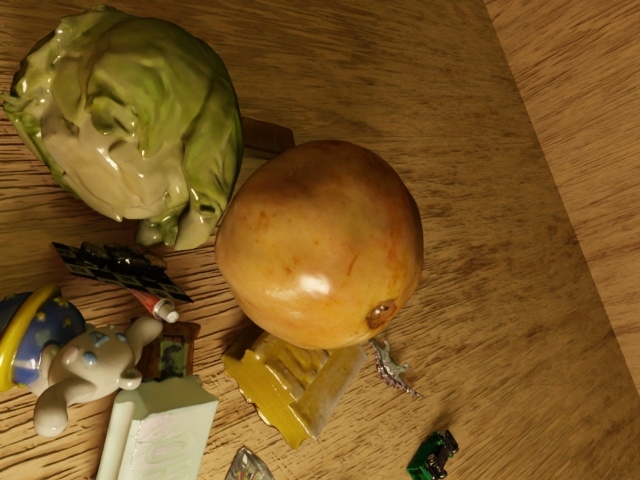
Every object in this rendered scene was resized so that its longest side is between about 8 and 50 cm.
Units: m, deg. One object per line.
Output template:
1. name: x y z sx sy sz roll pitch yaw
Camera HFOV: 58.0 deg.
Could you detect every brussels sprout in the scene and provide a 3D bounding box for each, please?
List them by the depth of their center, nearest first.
1. brussels sprout: -0.306 -0.222 1.049 0.425 0.343 0.361 47 52 -23

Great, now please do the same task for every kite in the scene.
1. kite: -0.165 0.521 1.092 0.141 0.015 0.245 52 43 -10

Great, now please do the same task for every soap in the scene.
1. soap: -0.268 0.353 0.918 0.150 0.094 0.261 5 108 -42
2. soap: -0.042 0.258 1.251 0.259 0.143 0.281 54 39 -11

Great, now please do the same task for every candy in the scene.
1. candy: -0.277 0.274 1.038 0.143 0.101 0.271 8 72 -33

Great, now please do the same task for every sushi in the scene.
1. sushi: -0.341 0.033 1.018 0.215 0.192 0.050 19 95 -37

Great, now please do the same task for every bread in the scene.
1. bread: -0.162 -0.253 1.426 0.226 0.049 0.088 8 66 -41

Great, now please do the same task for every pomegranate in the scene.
1. pomegranate: 0.000 0.000 1.089 0.412 0.412 0.411 20 58 -37

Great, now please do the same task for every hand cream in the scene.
1. hand cream: -0.318 0.091 1.022 0.038 0.216 0.052 -56 138 -11

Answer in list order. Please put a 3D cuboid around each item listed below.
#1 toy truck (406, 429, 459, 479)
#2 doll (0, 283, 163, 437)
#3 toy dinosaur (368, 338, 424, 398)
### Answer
1. toy truck: 0.293 0.554 1.477 0.147 0.079 0.065 -39 99 -46
2. doll: -0.397 0.188 0.851 0.243 0.159 0.311 31 14 -14
3. toy dinosaur: 0.192 0.342 1.501 0.209 0.039 0.082 47 48 -3
